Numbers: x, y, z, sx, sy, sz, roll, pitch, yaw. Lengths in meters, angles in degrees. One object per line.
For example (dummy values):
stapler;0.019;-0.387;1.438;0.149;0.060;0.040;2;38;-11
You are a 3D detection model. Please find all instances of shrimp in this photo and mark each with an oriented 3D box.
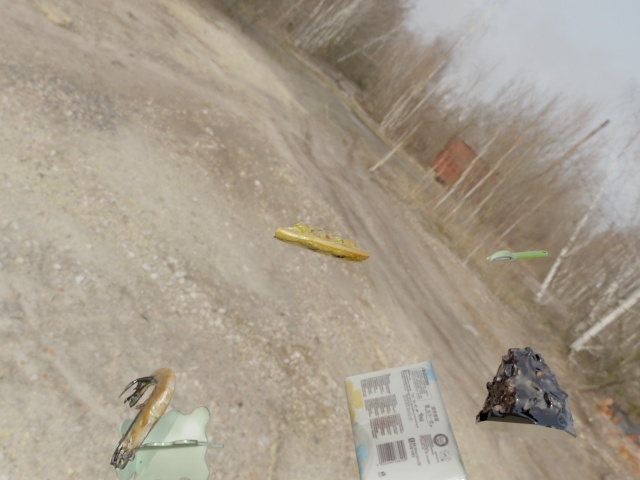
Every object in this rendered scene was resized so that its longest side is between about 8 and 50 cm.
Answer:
shrimp;-0.380;0.358;1.278;0.152;0.219;0.046;0;-35;47

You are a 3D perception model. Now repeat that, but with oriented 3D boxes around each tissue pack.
tissue pack;0.136;0.338;1.009;0.229;0.159;0.145;-100;178;-52

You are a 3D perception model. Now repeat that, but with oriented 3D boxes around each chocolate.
chocolate;0.315;0.229;0.957;0.156;0.156;0.133;32;57;-43

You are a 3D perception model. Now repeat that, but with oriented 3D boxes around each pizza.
pizza;0.000;-0.001;0.966;0.160;0.035;0.099;18;7;-19

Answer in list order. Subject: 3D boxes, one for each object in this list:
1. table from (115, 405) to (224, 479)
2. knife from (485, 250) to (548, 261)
table;-0.333;0.465;1.392;0.166;0.198;0.166;-11;90;-71
knife;0.426;0.032;1.335;0.184;0.026;0.022;-2;34;-31
